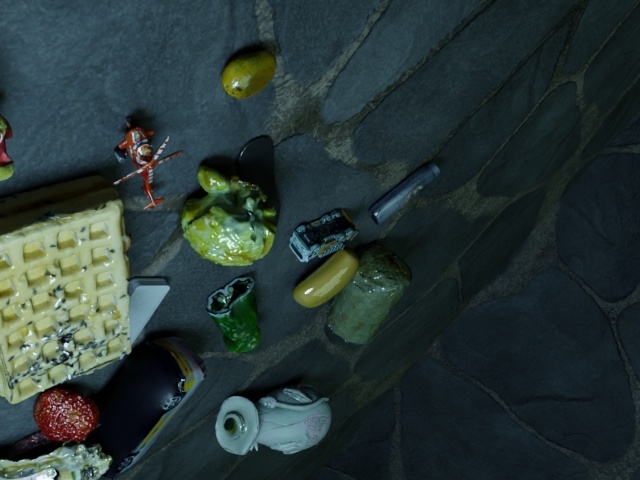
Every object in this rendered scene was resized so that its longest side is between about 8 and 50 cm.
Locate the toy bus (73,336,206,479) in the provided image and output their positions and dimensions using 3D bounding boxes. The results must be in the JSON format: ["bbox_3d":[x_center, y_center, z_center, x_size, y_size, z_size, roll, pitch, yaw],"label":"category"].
[{"bbox_3d":[-0.439,0.397,1.640,0.386,0.171,0.162,-51,169,20],"label":"toy bus"}]

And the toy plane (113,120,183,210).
[{"bbox_3d":[-0.299,-0.132,1.142,0.126,0.077,0.194,-37,161,-3],"label":"toy plane"}]

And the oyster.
[{"bbox_3d":[-0.670,0.551,1.532,0.355,0.107,0.201,0,115,-24],"label":"oyster"}]

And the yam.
[{"bbox_3d":[0.145,0.166,2.044,0.195,0.195,0.300,-15,144,-42],"label":"yam"}]

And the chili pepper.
[{"bbox_3d":[-0.217,0.213,1.734,0.136,0.099,0.270,-56,156,-31],"label":"chili pepper"}]

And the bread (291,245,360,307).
[{"bbox_3d":[0.021,0.110,1.862,0.217,0.098,0.147,-42,175,1],"label":"bread"}]

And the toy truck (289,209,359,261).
[{"bbox_3d":[-0.001,-0.001,1.726,0.178,0.080,0.115,-23,157,-36],"label":"toy truck"}]

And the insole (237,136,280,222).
[{"bbox_3d":[-0.139,-0.087,1.451,0.119,0.009,0.348,-30,146,-26],"label":"insole"}]

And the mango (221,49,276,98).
[{"bbox_3d":[-0.124,-0.294,1.154,0.114,0.057,0.078,-40,150,-22],"label":"mango"}]

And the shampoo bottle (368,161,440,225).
[{"bbox_3d":[0.240,-0.136,1.873,0.234,0.049,0.087,-39,155,-7],"label":"shampoo bottle"}]

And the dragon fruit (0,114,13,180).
[{"bbox_3d":[-0.472,-0.123,0.833,0.172,0.160,0.166,2,88,-59],"label":"dragon fruit"}]

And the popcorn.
[{"bbox_3d":[-0.183,-0.051,1.307,0.198,0.198,0.212,-19,110,-38],"label":"popcorn"}]

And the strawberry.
[{"bbox_3d":[-0.585,0.394,1.505,0.131,0.148,0.131,-29,-166,8],"label":"strawberry"}]

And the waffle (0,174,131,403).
[{"bbox_3d":[-0.464,0.092,1.134,0.261,0.114,0.376,-24,138,-38],"label":"waffle"}]

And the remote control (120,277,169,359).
[{"bbox_3d":[-0.433,0.182,1.461,0.103,0.034,0.250,4,127,-55],"label":"remote control"}]

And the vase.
[{"bbox_3d":[-0.156,0.622,2.280,0.250,0.250,0.445,-51,147,18],"label":"vase"}]

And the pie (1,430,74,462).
[{"bbox_3d":[-0.693,0.530,1.609,0.182,0.049,0.182,-28,144,-23],"label":"pie"}]
